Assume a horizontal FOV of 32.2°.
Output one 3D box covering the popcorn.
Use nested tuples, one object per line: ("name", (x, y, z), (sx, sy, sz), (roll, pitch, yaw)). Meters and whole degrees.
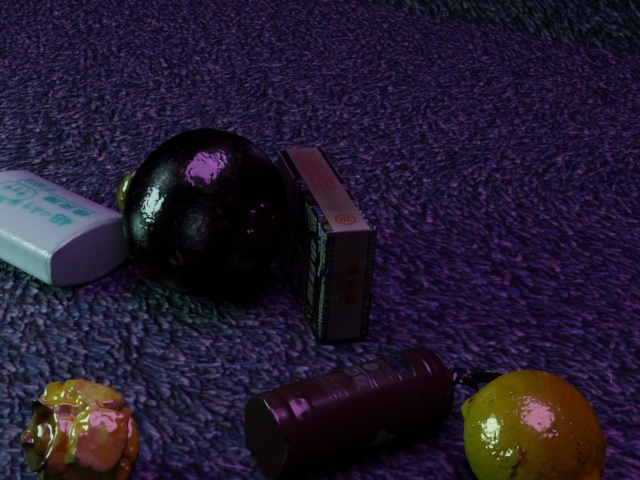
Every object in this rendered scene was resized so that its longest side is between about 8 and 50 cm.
("popcorn", (-0.294, 0.247, 1.369), (0.167, 0.149, 0.152), (11, 1, 42))

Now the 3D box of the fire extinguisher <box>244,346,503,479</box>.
("fire extinguisher", (0.076, 0.219, 1.479), (0.337, 0.114, 0.135), (-13, 12, -28))

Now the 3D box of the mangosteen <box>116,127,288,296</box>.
("mangosteen", (-0.193, -0.046, 1.783), (0.287, 0.288, 0.288), (3, 29, -1))

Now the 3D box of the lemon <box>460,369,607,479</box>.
("lemon", (0.269, 0.254, 1.385), (0.173, 0.174, 0.206), (-14, 36, -28))

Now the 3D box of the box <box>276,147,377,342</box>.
("box", (0.000, 0.000, 1.789), (0.084, 0.198, 0.310), (-4, 29, -16))

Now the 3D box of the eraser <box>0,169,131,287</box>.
("eraser", (-0.474, -0.024, 1.885), (0.290, 0.104, 0.189), (23, 38, 32))
